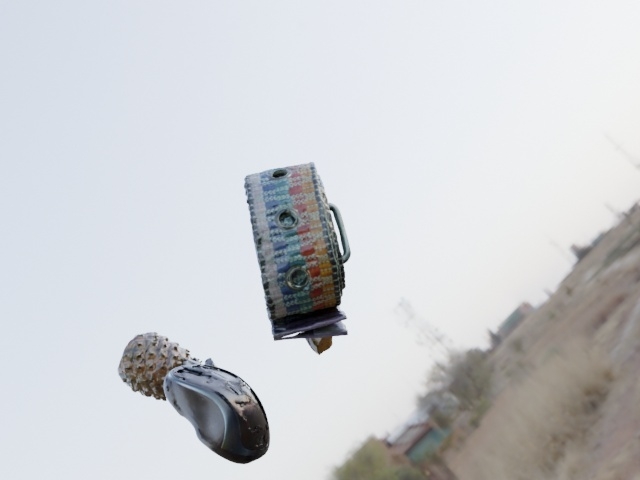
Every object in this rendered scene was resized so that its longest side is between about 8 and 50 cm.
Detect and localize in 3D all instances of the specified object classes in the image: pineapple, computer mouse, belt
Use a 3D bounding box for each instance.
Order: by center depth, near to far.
[{"bbox_3d":[-0.032,0.005,1.579,0.161,0.295,0.206,-11,-35,-4],"label":"belt"},{"bbox_3d":[-0.178,0.296,1.670,0.096,0.233,0.137,-56,-20,17],"label":"computer mouse"},{"bbox_3d":[-0.291,0.308,2.039,0.170,0.310,0.141,74,-141,-65],"label":"pineapple"}]

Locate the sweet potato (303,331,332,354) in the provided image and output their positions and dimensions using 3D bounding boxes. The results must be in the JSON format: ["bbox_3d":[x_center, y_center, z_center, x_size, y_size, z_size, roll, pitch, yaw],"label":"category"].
[{"bbox_3d":[-0.038,0.109,1.832,0.077,0.243,0.077,-27,-13,-7],"label":"sweet potato"}]
